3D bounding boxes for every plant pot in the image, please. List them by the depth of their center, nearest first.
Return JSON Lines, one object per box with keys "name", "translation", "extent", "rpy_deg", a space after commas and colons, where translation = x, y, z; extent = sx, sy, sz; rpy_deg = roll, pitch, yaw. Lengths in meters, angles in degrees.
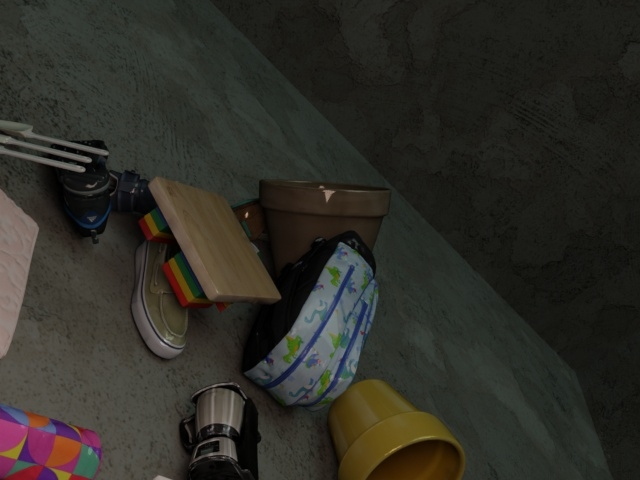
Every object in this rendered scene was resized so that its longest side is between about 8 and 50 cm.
{"name": "plant pot", "translation": [0.134, 0.423, 1.686], "extent": [0.254, 0.254, 0.239], "rpy_deg": [33, 13, -38]}
{"name": "plant pot", "translation": [0.000, 0.000, 1.982], "extent": [0.323, 0.323, 0.280], "rpy_deg": [-12, 108, -66]}

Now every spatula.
{"name": "spatula", "translation": [-0.520, -0.175, 1.479], "extent": [0.242, 0.019, 0.168], "rpy_deg": [12, 20, 3]}

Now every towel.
{"name": "towel", "translation": [-0.562, -0.024, 1.189], "extent": [0.332, 0.053, 0.317], "rpy_deg": [52, 16, -35]}

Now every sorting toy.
{"name": "sorting toy", "translation": [-0.221, 0.024, 1.561], "extent": [0.257, 0.089, 0.255], "rpy_deg": [59, 16, 17]}

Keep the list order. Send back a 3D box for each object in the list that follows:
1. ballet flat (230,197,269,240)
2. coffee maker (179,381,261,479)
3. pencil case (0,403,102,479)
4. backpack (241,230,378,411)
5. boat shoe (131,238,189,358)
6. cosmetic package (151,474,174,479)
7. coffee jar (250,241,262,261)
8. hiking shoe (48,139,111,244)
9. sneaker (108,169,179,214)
{"name": "ballet flat", "translation": [-0.128, -0.063, 2.148], "extent": [0.124, 0.116, 0.342], "rpy_deg": [70, 22, -4]}
{"name": "coffee maker", "translation": [-0.150, 0.356, 1.374], "extent": [0.171, 0.120, 0.178], "rpy_deg": [40, 24, -27]}
{"name": "pencil case", "translation": [-0.404, 0.267, 1.054], "extent": [0.236, 0.104, 0.104], "rpy_deg": [29, 30, -39]}
{"name": "backpack", "translation": [-0.023, 0.183, 1.707], "extent": [0.273, 0.290, 0.355], "rpy_deg": [51, 30, -2]}
{"name": "boat shoe", "translation": [-0.297, 0.088, 1.556], "extent": [0.109, 0.094, 0.302], "rpy_deg": [32, 28, -40]}
{"name": "cosmetic package", "translation": [-0.135, 0.473, 1.084], "extent": [0.385, 0.217, 0.156], "rpy_deg": [31, 28, -37]}
{"name": "coffee jar", "translation": [-0.202, 0.063, 1.784], "extent": [0.079, 0.096, 0.184], "rpy_deg": [49, 22, 3]}
{"name": "hiking shoe", "translation": [-0.464, -0.108, 1.566], "extent": [0.113, 0.132, 0.304], "rpy_deg": [-3, 24, -15]}
{"name": "sneaker", "translation": [-0.377, -0.086, 1.696], "extent": [0.226, 0.163, 0.086], "rpy_deg": [125, -31, -75]}
